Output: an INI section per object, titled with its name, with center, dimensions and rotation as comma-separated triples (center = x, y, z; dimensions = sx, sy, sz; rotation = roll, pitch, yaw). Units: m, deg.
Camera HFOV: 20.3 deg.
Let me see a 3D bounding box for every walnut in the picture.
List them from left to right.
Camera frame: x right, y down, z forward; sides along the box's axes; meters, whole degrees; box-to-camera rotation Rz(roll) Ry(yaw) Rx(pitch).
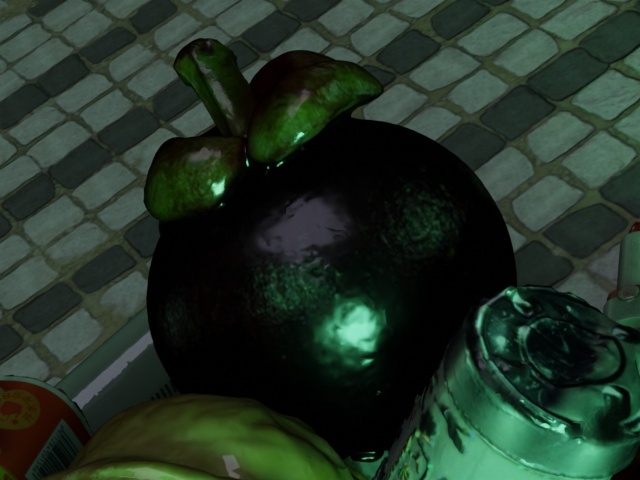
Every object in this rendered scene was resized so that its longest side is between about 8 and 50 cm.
[walnut]
center = -0.084, 0.307, 1.485
dimensions = 0.383, 0.384, 0.384
rotation = -18, 37, 14

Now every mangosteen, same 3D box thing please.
[mangosteen]
center = 0.000, 0.000, 1.766
dimensions = 0.382, 0.435, 0.382
rotation = -11, 7, 1

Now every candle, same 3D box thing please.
[candle]
center = 0.154, 0.196, 1.566
dimensions = 0.187, 0.330, 0.187
rotation = 15, 40, -13

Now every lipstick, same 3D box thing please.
[lipstick]
center = 0.325, 0.037, 1.830
dimensions = 0.063, 0.057, 0.186
rotation = -12, 36, 21

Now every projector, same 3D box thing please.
[projector]
center = -0.162, 0.114, 2.004
dimensions = 0.337, 0.108, 0.108
rotation = -42, 38, -20

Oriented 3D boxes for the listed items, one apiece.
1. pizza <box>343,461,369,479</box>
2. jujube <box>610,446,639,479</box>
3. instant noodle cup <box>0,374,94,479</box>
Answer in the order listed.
[pizza]
center = -0.041, 0.286, 1.695
dimensions = 0.195, 0.185, 0.052
rotation = -59, 32, 12
[jujube]
center = 0.343, 0.245, 1.445
dimensions = 0.216, 0.216, 0.342
rotation = -25, 21, 3
[instant noodle cup]
center = -0.367, 0.306, 1.787
dimensions = 0.294, 0.294, 0.308
rotation = -2, 35, 31
